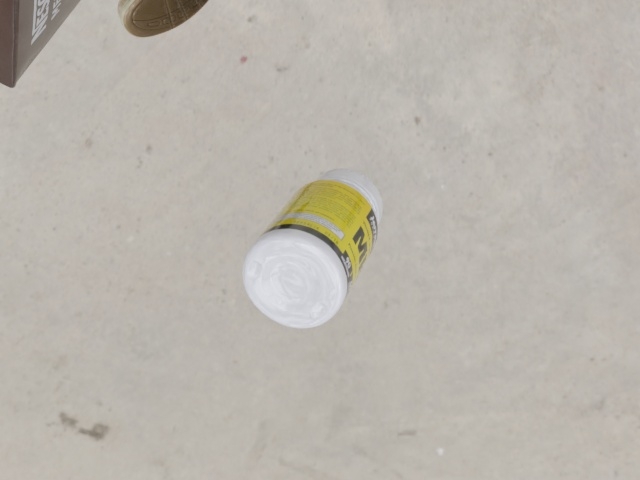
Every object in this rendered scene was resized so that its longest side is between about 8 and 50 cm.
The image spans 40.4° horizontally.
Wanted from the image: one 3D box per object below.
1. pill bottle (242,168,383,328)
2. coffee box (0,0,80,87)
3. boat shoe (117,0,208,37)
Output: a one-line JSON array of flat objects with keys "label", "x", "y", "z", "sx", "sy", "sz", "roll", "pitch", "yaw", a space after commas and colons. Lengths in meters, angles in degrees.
[{"label": "pill bottle", "x": 0.000, "y": 0.000, "z": 1.012, "sx": 0.119, "sy": 0.208, "sz": 0.119, "roll": 9, "pitch": 120, "yaw": 16}, {"label": "coffee box", "x": -0.193, "y": -0.285, "z": 0.641, "sx": 0.119, "sy": 0.297, "sz": 0.168, "roll": 31, "pitch": 153, "yaw": -8}, {"label": "boat shoe", "x": -0.208, "y": -0.432, "z": 1.333, "sx": 0.098, "sy": 0.302, "sz": 0.109, "roll": 36, "pitch": 165, "yaw": 21}]
